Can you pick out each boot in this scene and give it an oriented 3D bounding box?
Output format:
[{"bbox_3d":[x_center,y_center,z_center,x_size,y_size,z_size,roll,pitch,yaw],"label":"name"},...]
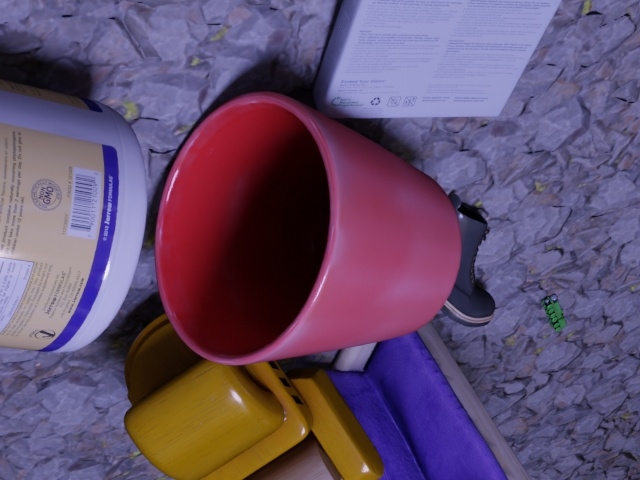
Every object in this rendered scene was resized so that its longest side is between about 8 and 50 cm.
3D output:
[{"bbox_3d":[0.191,0.030,1.437,0.198,0.077,0.137,23,115,-43],"label":"boot"}]

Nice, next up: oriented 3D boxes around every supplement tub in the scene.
[{"bbox_3d":[-0.345,-0.033,0.965,0.331,0.241,0.241,10,128,-34],"label":"supplement tub"}]

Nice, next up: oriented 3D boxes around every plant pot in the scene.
[{"bbox_3d":[0.000,0.000,1.183,0.243,0.275,0.275,9,130,-46],"label":"plant pot"}]

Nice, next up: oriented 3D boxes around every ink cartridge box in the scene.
[{"bbox_3d":[0.123,-0.215,1.138,0.223,0.045,0.224,-3,144,-23],"label":"ink cartridge box"}]

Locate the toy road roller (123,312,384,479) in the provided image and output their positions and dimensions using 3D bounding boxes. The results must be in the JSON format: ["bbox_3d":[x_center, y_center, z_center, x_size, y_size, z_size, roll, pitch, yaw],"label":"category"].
[{"bbox_3d":[-0.095,0.225,1.296,0.202,0.329,0.240,-34,179,11],"label":"toy road roller"}]

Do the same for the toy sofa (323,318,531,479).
[{"bbox_3d":[0.129,0.254,1.418,0.177,0.362,0.150,-2,135,-32],"label":"toy sofa"}]

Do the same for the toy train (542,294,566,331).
[{"bbox_3d":[0.342,0.105,1.632,0.024,0.017,0.083,-35,140,-4],"label":"toy train"}]
